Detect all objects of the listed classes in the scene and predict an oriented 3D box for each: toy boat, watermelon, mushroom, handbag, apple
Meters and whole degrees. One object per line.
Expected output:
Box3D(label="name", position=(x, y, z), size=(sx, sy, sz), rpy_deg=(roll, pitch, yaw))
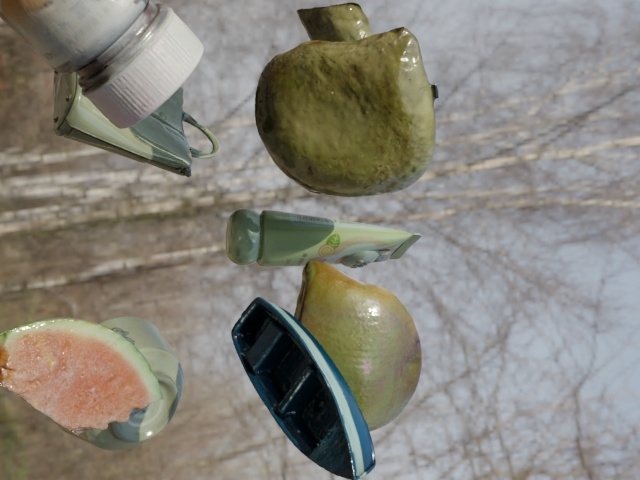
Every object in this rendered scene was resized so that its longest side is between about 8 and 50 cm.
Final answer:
Box3D(label="toy boat", position=(-0.015, 0.189, 1.453), size=(0.096, 0.062, 0.299), rpy_deg=(-52, -133, 17))
Box3D(label="watermelon", position=(-0.323, 0.150, 1.439), size=(0.231, 0.128, 0.146), rpy_deg=(42, -19, -28))
Box3D(label="mushroom", position=(0.038, -0.193, 1.681), size=(0.217, 0.212, 0.292), rpy_deg=(15, -69, 54))
Box3D(label="handbag", position=(-0.303, -0.223, 2.025), size=(0.109, 0.315, 0.241), rpy_deg=(-53, -147, 36))
Box3D(label="apple", position=(0.043, 0.178, 1.636), size=(0.120, 0.193, 0.265), rpy_deg=(-66, 167, -62))

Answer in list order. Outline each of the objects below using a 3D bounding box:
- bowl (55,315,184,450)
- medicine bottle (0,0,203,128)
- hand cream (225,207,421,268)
Box3D(label="bowl", position=(-0.291, 0.229, 1.763), size=(0.112, 0.211, 0.211), rpy_deg=(30, -49, 44))
Box3D(label="medicine bottle", position=(-0.283, -0.280, 1.398), size=(0.273, 0.165, 0.165), rpy_deg=(47, 0, -22))
Box3D(label="hand cream", position=(0.000, 0.000, 1.907), size=(0.147, 0.306, 0.093), rpy_deg=(124, -34, -69))
